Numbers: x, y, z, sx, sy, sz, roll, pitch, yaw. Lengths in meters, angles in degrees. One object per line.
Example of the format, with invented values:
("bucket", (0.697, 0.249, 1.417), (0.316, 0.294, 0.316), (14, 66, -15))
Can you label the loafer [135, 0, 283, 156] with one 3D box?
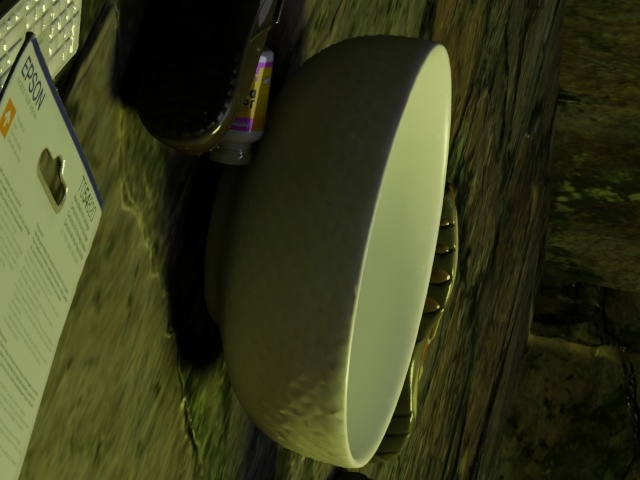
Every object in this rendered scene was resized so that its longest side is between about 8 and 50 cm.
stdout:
("loafer", (-0.067, -0.151, 1.219), (0.078, 0.080, 0.220), (97, 13, -69))

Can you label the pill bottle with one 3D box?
("pill bottle", (-0.059, -0.097, 1.347), (0.043, 0.043, 0.083), (-40, 139, -72))

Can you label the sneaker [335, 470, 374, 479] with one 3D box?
("sneaker", (0.059, 0.317, 2.068), (0.227, 0.130, 0.087), (-25, 123, -73))

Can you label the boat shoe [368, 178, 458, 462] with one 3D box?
("boat shoe", (0.068, 0.070, 1.955), (0.120, 0.123, 0.324), (-67, 172, -64))

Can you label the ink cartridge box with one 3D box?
("ink cartridge box", (-0.172, 0.039, 0.914), (0.223, 0.045, 0.224), (83, 22, -68))

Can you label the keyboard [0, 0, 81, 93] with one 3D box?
("keyboard", (-0.167, -0.072, 0.937), (0.256, 0.014, 0.072), (-61, 159, -55))

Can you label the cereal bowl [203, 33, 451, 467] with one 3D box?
("cereal bowl", (0.000, 0.000, 1.476), (0.339, 0.141, 0.338), (11, 90, -78))
